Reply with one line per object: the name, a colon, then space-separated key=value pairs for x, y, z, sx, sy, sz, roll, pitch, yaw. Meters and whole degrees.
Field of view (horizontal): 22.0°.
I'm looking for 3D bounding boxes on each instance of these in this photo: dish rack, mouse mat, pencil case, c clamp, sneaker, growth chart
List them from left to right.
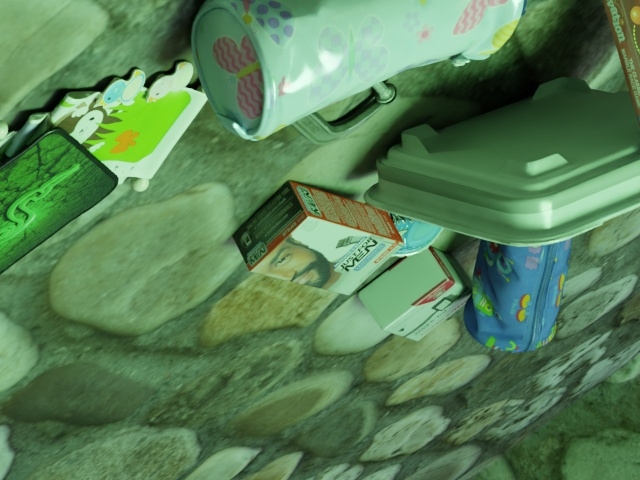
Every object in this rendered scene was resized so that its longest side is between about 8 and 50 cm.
mouse mat: x=-0.258 y=-0.013 z=1.323 sx=0.190 sy=0.007 sz=0.152 roll=-36 pitch=160 yaw=2
growth chart: x=-0.195 y=-0.074 z=1.331 sx=0.237 sy=0.021 sz=0.172 roll=-18 pitch=154 yaw=-41
c clamp: x=0.032 y=-0.140 z=1.534 sx=0.137 sy=0.022 sz=0.160 roll=-35 pitch=160 yaw=1
pencil case: x=0.032 y=-0.172 z=1.316 sx=0.273 sy=0.113 sz=0.124 roll=-22 pitch=135 yaw=-29
sneaker: x=0.078 y=-0.015 z=1.846 sx=0.162 sy=0.063 sz=0.073 roll=-26 pitch=156 yaw=-22
pencil case: x=0.252 y=0.015 z=2.009 sx=0.119 sy=0.133 sz=0.306 roll=-5 pitch=139 yaw=-10
dish rack: x=0.237 y=-0.095 z=1.703 sx=0.333 sy=0.285 sz=0.072 roll=-20 pitch=113 yaw=-33

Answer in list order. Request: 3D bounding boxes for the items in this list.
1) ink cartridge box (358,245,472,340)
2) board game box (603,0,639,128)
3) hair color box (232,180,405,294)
ink cartridge box: x=0.128 y=0.068 z=2.121 sx=0.109 sy=0.063 sz=0.150 roll=-39 pitch=160 yaw=11
board game box: x=0.355 y=-0.177 z=1.616 sx=0.145 sy=0.281 sz=0.027 roll=-22 pitch=-172 yaw=-31
hair color box: x=0.000 y=0.000 z=1.721 sx=0.093 sy=0.053 sz=0.167 roll=-43 pitch=146 yaw=24
